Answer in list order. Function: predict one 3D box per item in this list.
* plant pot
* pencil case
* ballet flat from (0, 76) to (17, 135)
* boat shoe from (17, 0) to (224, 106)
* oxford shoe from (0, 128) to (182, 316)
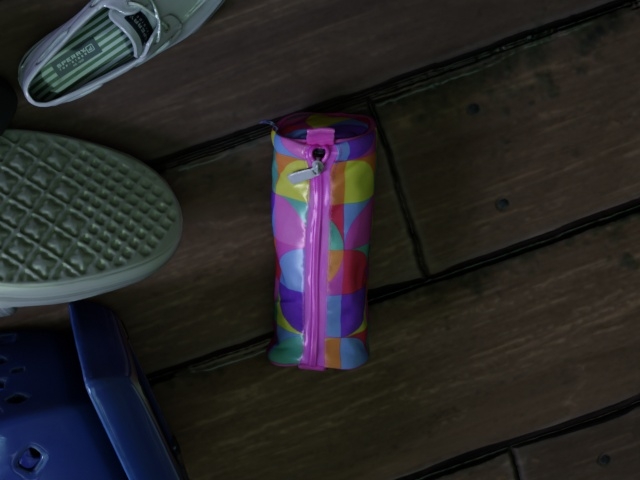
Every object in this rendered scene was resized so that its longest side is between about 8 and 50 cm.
[{"bbox_3d":[-0.232,0.199,1.604,0.212,0.236,0.236,-24,110,-5],"label":"plant pot"},{"bbox_3d":[0.000,0.000,1.627,0.104,0.104,0.236,-3,111,-6],"label":"pencil case"},{"bbox_3d":[-0.365,-0.075,1.497,0.280,0.095,0.096,-34,157,-24],"label":"ballet flat"},{"bbox_3d":[-0.154,-0.180,1.554,0.226,0.076,0.083,-39,110,8],"label":"boat shoe"},{"bbox_3d":[-0.343,0.010,1.580,0.449,0.169,0.130,-9,150,-12],"label":"oxford shoe"}]
